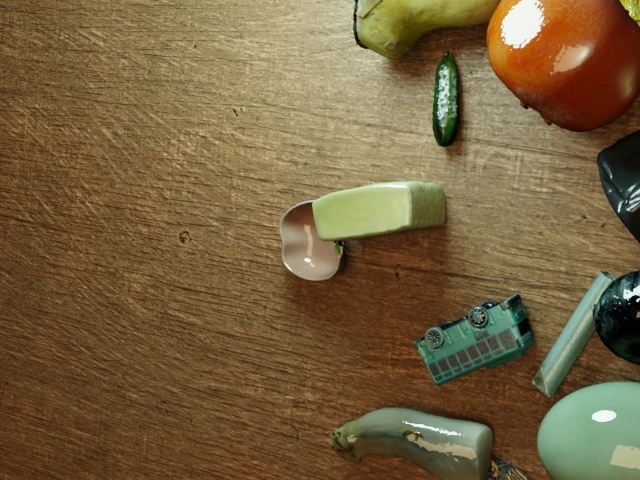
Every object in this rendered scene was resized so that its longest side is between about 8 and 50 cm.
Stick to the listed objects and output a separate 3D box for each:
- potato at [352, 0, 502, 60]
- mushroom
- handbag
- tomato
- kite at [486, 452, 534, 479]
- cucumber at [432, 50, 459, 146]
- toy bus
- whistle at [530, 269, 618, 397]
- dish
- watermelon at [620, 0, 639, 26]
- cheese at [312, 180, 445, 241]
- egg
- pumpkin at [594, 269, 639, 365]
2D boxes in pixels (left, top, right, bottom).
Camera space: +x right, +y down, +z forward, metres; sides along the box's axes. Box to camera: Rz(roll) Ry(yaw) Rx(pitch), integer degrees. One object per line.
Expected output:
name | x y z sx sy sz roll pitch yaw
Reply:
potato | 0.282 -0.550 1.767 0.296 0.290 0.397 37 103 24
mushroom | 0.213 0.495 1.947 0.397 0.126 0.177 10 101 22
handbag | 0.743 -0.137 1.633 0.302 0.275 0.178 -32 112 19
tomato | 0.516 -0.389 1.637 0.341 0.341 0.273 49 119 16
kite | 0.426 0.583 1.908 0.183 0.010 0.160 -21 79 28
cucumber | 0.300 -0.337 1.901 0.069 0.069 0.227 1 89 26
toy bus | 0.365 0.232 1.859 0.256 0.128 0.147 -29 82 26
whistle | 0.575 0.212 1.791 0.062 0.062 0.312 33 106 21
dish | 0.000 0.000 2.044 0.213 0.090 0.213 2 93 33
watermelon | 0.667 -0.494 1.713 0.105 0.062 0.105 -2 84 21
cheese | 0.144 -0.069 1.875 0.242 0.265 0.124 -13 87 25
egg | 0.647 0.431 1.645 0.389 0.276 0.276 -4 91 24
pumpkin | 0.688 0.164 1.646 0.233 0.233 0.163 -6 48 26
